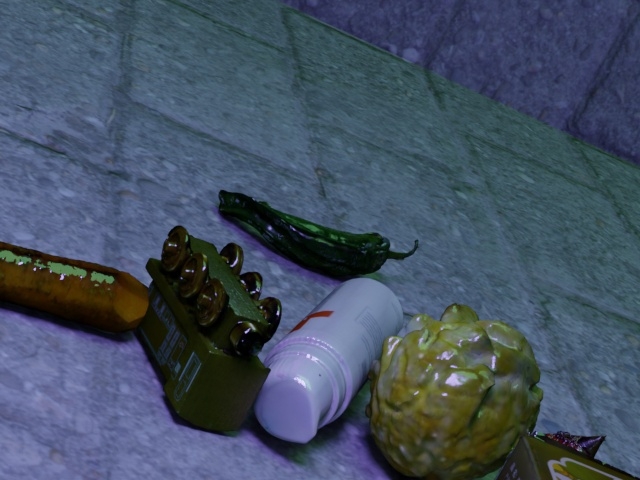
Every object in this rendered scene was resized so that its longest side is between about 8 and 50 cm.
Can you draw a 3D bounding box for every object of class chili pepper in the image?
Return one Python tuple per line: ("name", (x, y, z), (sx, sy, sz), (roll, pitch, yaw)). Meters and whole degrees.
("chili pepper", (0.000, 0.000, 2.152), (0.279, 0.065, 0.122), (19, 24, -13))

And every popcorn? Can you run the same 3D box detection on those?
("popcorn", (0.137, 0.153, 1.750), (0.198, 0.198, 0.212), (17, 40, -29))

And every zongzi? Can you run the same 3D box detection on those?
("zongzi", (0.298, 0.243, 1.930), (0.067, 0.073, 0.083), (36, 11, -41))

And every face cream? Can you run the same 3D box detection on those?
("face cream", (0.007, 0.127, 1.788), (0.102, 0.102, 0.345), (31, 18, 8))

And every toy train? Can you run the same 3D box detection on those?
("toy train", (-0.120, 0.081, 1.684), (0.090, 0.137, 0.225), (20, 16, -30))

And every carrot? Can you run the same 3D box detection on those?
("carrot", (-0.298, 0.035, 1.664), (0.260, 0.070, 0.070), (17, 22, -23))

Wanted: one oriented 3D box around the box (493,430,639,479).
("box", (0.348, 0.387, 1.536), (0.373, 0.138, 0.420), (24, 19, -12))
